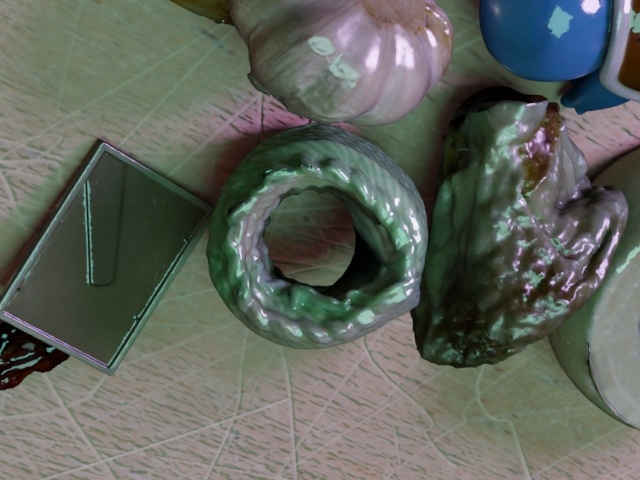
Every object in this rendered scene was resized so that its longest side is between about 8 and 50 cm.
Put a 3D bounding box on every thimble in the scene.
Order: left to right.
[{"bbox_3d":[0.000,0.000,1.935,0.219,0.150,0.219,0,104,2],"label":"thimble"}]

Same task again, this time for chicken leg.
[{"bbox_3d":[-0.343,0.115,1.988,0.219,0.048,0.089,-15,121,-9],"label":"chicken leg"}]

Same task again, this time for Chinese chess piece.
[{"bbox_3d":[0.413,0.052,2.142,0.349,0.146,0.349,-8,122,-13],"label":"Chinese chess piece"}]

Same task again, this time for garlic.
[{"bbox_3d":[0.011,-0.205,1.823,0.228,0.228,0.152,22,153,-28],"label":"garlic"}]

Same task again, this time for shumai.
[{"bbox_3d":[0.158,-0.016,1.989,0.203,0.222,0.272,44,74,-25],"label":"shumai"}]

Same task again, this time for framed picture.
[{"bbox_3d":[-0.213,0.019,1.963,0.150,0.015,0.203,30,94,-31],"label":"framed picture"}]

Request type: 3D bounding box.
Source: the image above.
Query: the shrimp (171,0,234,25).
[{"bbox_3d":[-0.107,-0.256,1.849,0.180,0.041,0.099,33,91,-30],"label":"shrimp"}]

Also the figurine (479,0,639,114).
[{"bbox_3d":[0.362,-0.222,1.938,0.416,0.243,0.298,8,129,0],"label":"figurine"}]
